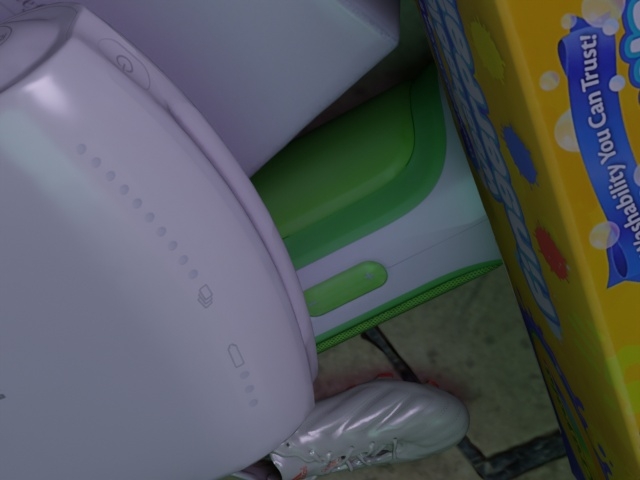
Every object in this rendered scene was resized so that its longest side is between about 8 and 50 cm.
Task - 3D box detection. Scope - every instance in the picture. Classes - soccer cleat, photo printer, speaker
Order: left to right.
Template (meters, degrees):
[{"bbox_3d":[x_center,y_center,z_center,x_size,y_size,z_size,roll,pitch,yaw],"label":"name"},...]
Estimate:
[{"bbox_3d":[-0.169,0.035,0.814,0.307,0.107,0.256,-20,121,17],"label":"photo printer"},{"bbox_3d":[0.000,0.131,1.084,0.196,0.076,0.068,0,125,4],"label":"soccer cleat"},{"bbox_3d":[0.000,0.000,0.961,0.296,0.131,0.131,-27,119,21],"label":"speaker"}]

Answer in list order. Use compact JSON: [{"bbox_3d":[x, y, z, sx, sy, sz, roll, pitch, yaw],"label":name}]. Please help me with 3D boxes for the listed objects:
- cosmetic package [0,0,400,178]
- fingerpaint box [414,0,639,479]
[{"bbox_3d":[-0.190,-0.073,0.904,0.230,0.161,0.453,39,119,-21],"label":"cosmetic package"},{"bbox_3d":[0.258,-0.081,0.789,0.371,0.163,0.445,-25,122,-5],"label":"fingerpaint box"}]
